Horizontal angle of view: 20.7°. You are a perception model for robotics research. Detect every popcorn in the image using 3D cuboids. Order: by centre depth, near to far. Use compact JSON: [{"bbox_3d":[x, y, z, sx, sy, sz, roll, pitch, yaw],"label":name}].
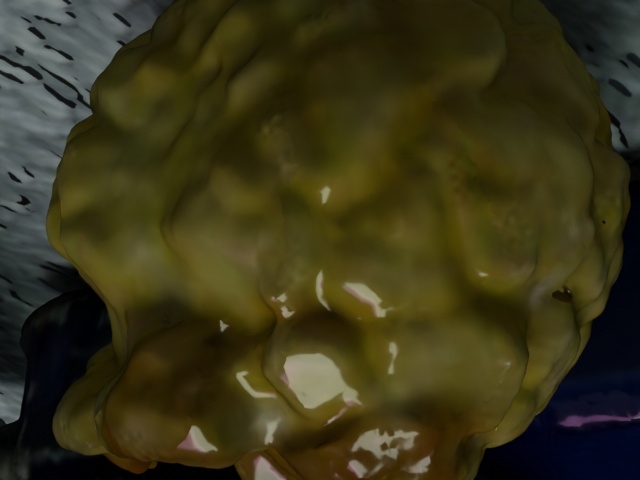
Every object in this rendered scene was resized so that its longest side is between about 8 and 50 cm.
[{"bbox_3d":[0.000,0.000,0.503,0.180,0.180,0.170,5,116,13],"label":"popcorn"}]

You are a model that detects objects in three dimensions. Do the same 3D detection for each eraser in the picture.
[{"bbox_3d":[0.038,0.067,0.660,0.332,0.101,0.155,-11,144,36],"label":"eraser"}]

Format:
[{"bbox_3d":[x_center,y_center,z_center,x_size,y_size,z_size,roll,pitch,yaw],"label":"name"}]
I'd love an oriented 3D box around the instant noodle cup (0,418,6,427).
[{"bbox_3d":[-0.243,0.089,0.693,0.243,0.243,0.231,6,142,11],"label":"instant noodle cup"}]
